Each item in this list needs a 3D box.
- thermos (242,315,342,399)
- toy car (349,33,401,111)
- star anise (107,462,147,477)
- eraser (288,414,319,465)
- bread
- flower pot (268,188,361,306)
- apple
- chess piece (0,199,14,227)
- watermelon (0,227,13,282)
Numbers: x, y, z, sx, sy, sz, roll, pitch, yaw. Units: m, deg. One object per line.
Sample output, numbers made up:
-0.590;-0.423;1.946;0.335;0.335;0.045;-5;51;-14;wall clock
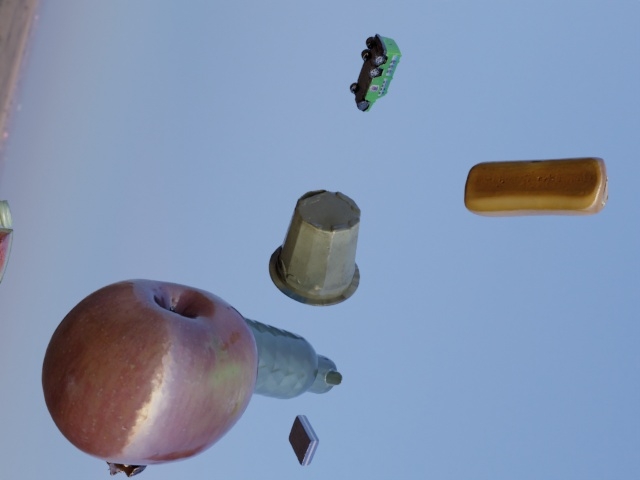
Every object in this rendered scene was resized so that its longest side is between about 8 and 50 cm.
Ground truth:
-0.100;0.250;1.788;0.182;0.287;0.144;3;-105;48;thermos
0.113;-0.344;1.813;0.165;0.063;0.071;111;-28;-43;toy car
-0.436;0.431;1.992;0.220;0.126;0.190;-17;-91;61;star anise
-0.050;0.581;2.556;0.225;0.036;0.081;-141;-109;-74;eraser
0.342;-0.080;1.377;0.239;0.074;0.092;2;-107;42;bread
0.000;0.000;1.926;0.212;0.213;0.202;-100;-164;-49;flower pot
-0.245;0.185;1.279;0.305;0.306;0.234;-120;-133;-62;apple
-0.709;-0.040;1.791;0.059;0.149;0.059;166;-90;-73;chess piece
-0.782;0.033;2.013;0.137;0.193;0.145;-31;-162;8;watermelon
